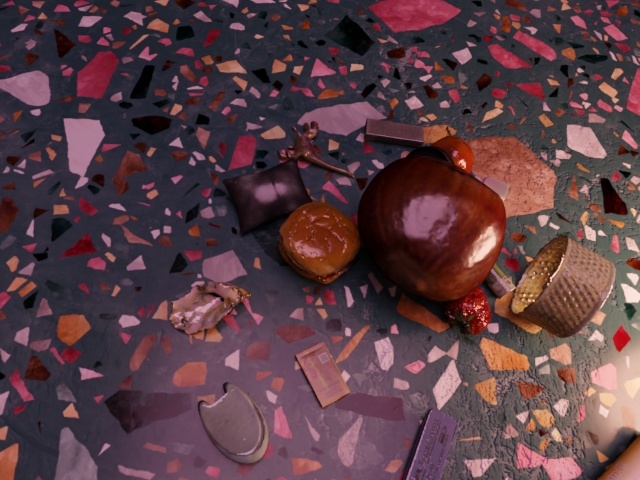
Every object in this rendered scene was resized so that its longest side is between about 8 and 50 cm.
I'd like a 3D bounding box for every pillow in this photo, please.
[{"bbox_3d":[-0.156,-0.140,1.484,0.250,0.106,0.185,-21,81,-14],"label":"pillow"}]

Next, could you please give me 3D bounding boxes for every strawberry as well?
[{"bbox_3d":[0.427,0.193,1.375,0.148,0.131,0.131,-39,73,-15],"label":"strawberry"}]

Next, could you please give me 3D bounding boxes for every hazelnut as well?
[{"bbox_3d":[0.294,-0.029,1.337,0.421,0.353,0.420,8,72,-27],"label":"hazelnut"}]

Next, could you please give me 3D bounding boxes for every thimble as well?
[{"bbox_3d":[0.672,0.128,1.358,0.150,0.270,0.270,31,63,7],"label":"thimble"}]

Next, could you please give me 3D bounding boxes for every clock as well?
[{"bbox_3d":[0.346,-0.212,1.547,0.040,0.184,0.184,-21,64,-46],"label":"clock"}]

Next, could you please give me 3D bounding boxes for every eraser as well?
[{"bbox_3d":[0.272,0.543,1.219,0.082,0.036,0.225,27,62,5],"label":"eraser"}]

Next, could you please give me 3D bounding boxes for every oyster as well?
[{"bbox_3d":[-0.310,0.175,1.329,0.209,0.072,0.133,-44,81,-4],"label":"oyster"}]

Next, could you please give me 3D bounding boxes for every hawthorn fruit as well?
[{"bbox_3d":[0.443,-0.300,1.650,0.165,0.165,0.285,23,38,5],"label":"hawthorn fruit"}]

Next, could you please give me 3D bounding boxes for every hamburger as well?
[{"bbox_3d":[0.000,0.000,1.399,0.245,0.163,0.244,3,60,-5],"label":"hamburger"}]

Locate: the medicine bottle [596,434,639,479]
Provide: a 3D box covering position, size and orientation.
[{"bbox_3d":[0.732,0.622,1.201,0.426,0.108,0.108,-31,70,-19],"label":"medicine bottle"}]

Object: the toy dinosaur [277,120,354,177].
[{"bbox_3d":[-0.029,-0.290,1.604,0.200,0.072,0.251,-19,58,-25],"label":"toy dinosaur"}]

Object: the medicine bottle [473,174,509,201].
[{"bbox_3d":[0.559,-0.172,1.619,0.118,0.055,0.074,25,63,5],"label":"medicine bottle"}]

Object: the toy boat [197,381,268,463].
[{"bbox_3d":[-0.210,0.455,1.196,0.134,0.078,0.208,-32,60,-29],"label":"toy boat"}]

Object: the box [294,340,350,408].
[{"bbox_3d":[0.004,0.356,1.292,0.089,0.022,0.156,-25,68,-20],"label":"box"}]

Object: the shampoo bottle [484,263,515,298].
[{"bbox_3d":[0.502,0.080,1.474,0.065,0.065,0.204,-28,69,-20],"label":"shampoo bottle"}]

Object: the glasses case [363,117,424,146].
[{"bbox_3d":[0.256,-0.373,1.692,0.205,0.047,0.070,8,66,-3],"label":"glasses case"}]
